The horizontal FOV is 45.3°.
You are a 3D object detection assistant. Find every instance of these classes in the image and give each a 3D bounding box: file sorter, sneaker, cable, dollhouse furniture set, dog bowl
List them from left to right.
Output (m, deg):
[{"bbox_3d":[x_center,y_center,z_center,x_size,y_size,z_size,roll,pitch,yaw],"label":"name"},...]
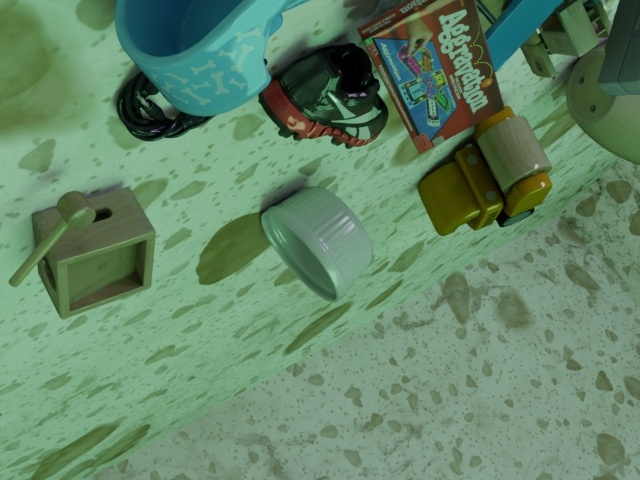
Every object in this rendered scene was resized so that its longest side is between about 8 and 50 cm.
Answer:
[{"bbox_3d":[-0.140,-0.168,0.878,0.184,0.047,0.150,-16,155,-51],"label":"cable"},{"bbox_3d":[-0.055,-0.241,0.654,0.297,0.166,0.074,-39,152,13],"label":"dog bowl"},{"bbox_3d":[0.038,-0.199,1.054,0.135,0.098,0.276,-41,162,26],"label":"sneaker"},{"bbox_3d":[0.249,-0.335,1.083,0.118,0.104,0.170,-16,156,-49],"label":"file sorter"},{"bbox_3d":[0.401,-0.335,1.191,0.129,0.129,0.184,-35,-158,-1],"label":"dollhouse furniture set"}]

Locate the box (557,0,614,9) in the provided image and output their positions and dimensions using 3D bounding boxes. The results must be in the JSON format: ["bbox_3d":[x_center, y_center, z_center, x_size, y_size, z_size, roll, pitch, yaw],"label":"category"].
[{"bbox_3d":[0.515,-0.468,1.282,0.324,0.063,0.067,-40,-163,18],"label":"box"}]

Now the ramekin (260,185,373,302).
[{"bbox_3d":[0.000,0.000,1.375,0.109,0.207,0.207,-40,166,-17],"label":"ramekin"}]

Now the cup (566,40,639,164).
[{"bbox_3d":[0.701,-0.333,1.724,0.237,0.331,0.331,2,148,-23],"label":"cup"}]

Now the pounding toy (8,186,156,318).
[{"bbox_3d":[-0.307,-0.004,0.947,0.181,0.094,0.206,-20,150,-29],"label":"pounding toy"}]

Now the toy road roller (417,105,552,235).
[{"bbox_3d":[0.361,-0.130,1.746,0.240,0.202,0.329,-23,164,-5],"label":"toy road roller"}]

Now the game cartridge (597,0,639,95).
[{"bbox_3d":[0.550,-0.380,1.104,0.068,0.230,0.355,23,83,-31],"label":"game cartridge"}]

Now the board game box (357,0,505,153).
[{"bbox_3d":[0.160,-0.227,1.038,0.145,0.027,0.281,-29,149,9],"label":"board game box"}]
